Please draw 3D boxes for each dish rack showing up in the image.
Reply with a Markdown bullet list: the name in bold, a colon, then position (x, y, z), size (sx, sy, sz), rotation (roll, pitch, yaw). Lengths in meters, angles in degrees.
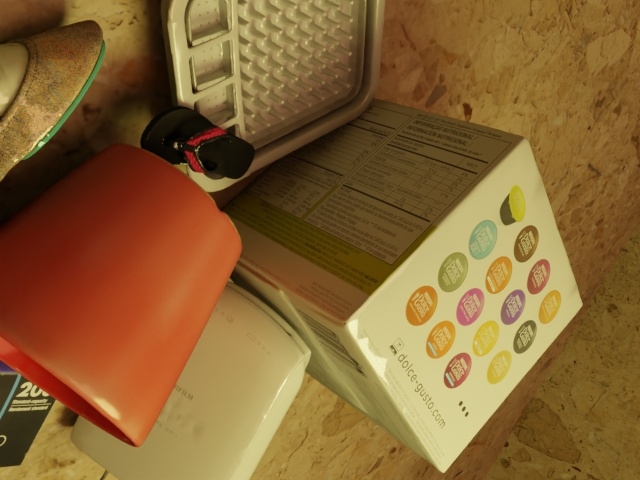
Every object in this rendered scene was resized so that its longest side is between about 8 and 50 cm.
- **dish rack**: position (-0.056, -0.239, 0.940), size (0.333, 0.072, 0.285), rotation (-31, 140, -31)

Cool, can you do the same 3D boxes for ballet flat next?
- **ballet flat**: position (-0.327, -0.099, 0.704), size (0.316, 0.108, 0.106), rotation (-54, 140, -3)

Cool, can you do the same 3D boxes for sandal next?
- **sandal**: position (-0.128, -0.105, 0.866), size (0.179, 0.040, 0.067), rotation (12, 109, -55)

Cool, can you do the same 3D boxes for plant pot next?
- **plant pot**: position (-0.230, 0.046, 0.821), size (0.243, 0.275, 0.275), rotation (-54, 149, -23)

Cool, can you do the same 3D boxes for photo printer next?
- **photo printer**: position (-0.172, 0.202, 1.030), size (0.307, 0.256, 0.107), rotation (-61, 167, 11)

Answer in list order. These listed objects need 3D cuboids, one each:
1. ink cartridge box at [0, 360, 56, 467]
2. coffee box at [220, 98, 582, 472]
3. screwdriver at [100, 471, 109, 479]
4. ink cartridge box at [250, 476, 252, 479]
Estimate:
- **ink cartridge box**: position (-0.409, 0.184, 0.904), size (0.206, 0.045, 0.208), rotation (15, 106, -55)
- **coffee box**: position (0.108, 0.041, 1.084), size (0.334, 0.338, 0.337), rotation (-44, 129, -16)
- **screwdriver**: position (-0.299, 0.325, 1.189), size (0.025, 0.024, 0.169), rotation (29, 98, -28)
- **ink cartridge box**: position (-0.262, 0.485, 1.338), size (0.304, 0.072, 0.307), rotation (-42, 143, -18)
